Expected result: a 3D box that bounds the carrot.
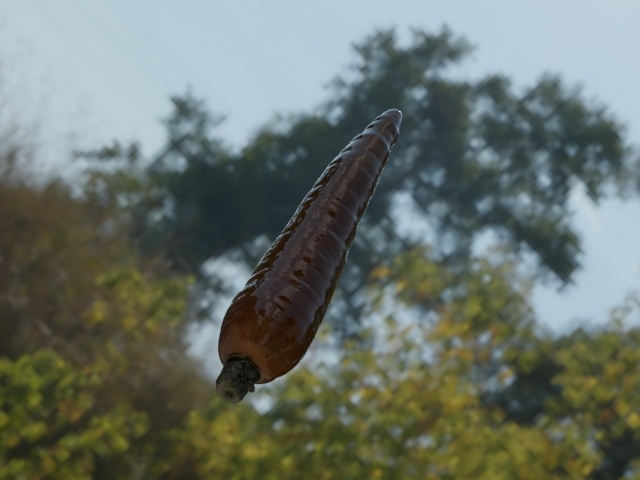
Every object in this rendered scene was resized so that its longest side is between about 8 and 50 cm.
[{"bbox_3d":[0.000,0.000,1.348,0.069,0.336,0.069,18,-40,16],"label":"carrot"}]
